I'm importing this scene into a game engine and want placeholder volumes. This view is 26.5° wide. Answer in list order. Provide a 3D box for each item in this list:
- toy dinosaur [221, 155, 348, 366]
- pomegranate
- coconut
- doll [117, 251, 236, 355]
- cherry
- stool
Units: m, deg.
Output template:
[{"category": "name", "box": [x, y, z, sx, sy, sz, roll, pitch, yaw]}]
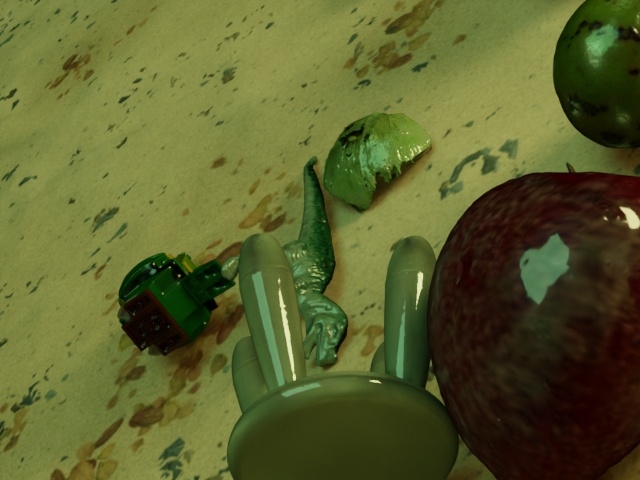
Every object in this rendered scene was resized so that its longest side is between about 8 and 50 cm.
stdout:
[{"category": "toy dinosaur", "box": [-0.049, 0.006, 1.540, 0.129, 0.076, 0.383, -8, 42, -1]}, {"category": "pomegranate", "box": [0.317, -0.153, 1.269, 0.220, 0.156, 0.156, 23, 67, 25]}, {"category": "coconut", "box": [0.053, -0.098, 1.581, 0.158, 0.055, 0.133, -15, 40, 42]}, {"category": "doll", "box": [-0.178, 0.064, 1.608, 0.134, 0.106, 0.186, -41, 14, -5]}, {"category": "cherry", "box": [0.191, 0.065, 1.074, 0.230, 0.203, 0.300, -4, 62, 43]}, {"category": "stool", "box": [0.011, 0.118, 1.197, 0.195, 0.195, 0.199, 0, 46, -7]}]
